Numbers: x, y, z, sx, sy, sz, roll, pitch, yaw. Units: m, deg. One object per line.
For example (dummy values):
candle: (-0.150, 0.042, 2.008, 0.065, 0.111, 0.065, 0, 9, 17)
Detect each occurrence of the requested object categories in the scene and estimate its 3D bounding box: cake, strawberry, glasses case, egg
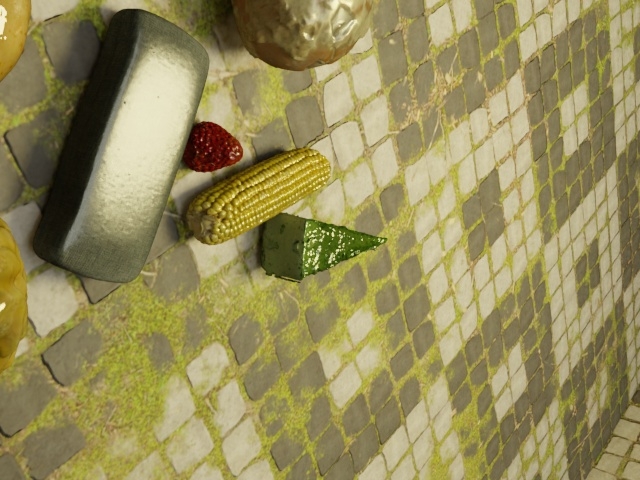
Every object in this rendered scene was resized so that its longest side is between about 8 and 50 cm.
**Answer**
cake: (0.012, -0.015, 1.227, 0.235, 0.100, 0.099, -18, 114, -46)
strawberry: (-0.143, -0.126, 1.033, 0.073, 0.083, 0.073, -11, 103, -56)
glasses case: (-0.235, -0.111, 0.929, 0.131, 0.074, 0.323, 25, 80, -51)
egg: (-0.020, -0.336, 1.041, 0.195, 0.195, 0.233, 60, 40, -39)

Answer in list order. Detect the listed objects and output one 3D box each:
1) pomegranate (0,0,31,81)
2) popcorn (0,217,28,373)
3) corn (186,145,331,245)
pomegranate: (-0.353, -0.205, 0.696, 0.196, 0.196, 0.196, -16, 111, -47)
popcorn: (-0.402, 0.086, 0.679, 0.265, 0.225, 0.332, 4, 108, -55)
corn: (-0.087, -0.070, 1.113, 0.248, 0.081, 0.081, -33, 123, -39)
